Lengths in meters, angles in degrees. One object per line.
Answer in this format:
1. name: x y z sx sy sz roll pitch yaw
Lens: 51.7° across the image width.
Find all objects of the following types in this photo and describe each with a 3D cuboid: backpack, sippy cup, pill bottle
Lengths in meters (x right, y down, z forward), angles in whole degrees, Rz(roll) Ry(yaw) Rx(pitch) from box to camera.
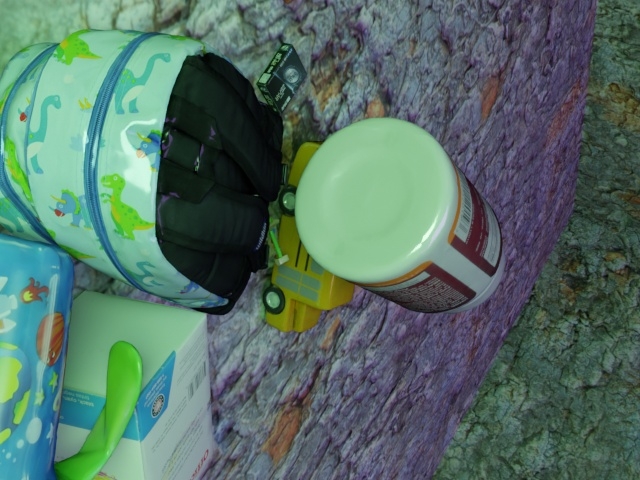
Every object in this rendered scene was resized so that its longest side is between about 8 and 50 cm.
1. backpack: -0.166 -0.070 0.687 0.355 0.273 0.290 169 -64 -84
2. sippy cup: -0.299 0.096 0.509 0.305 0.239 0.224 39 63 -77
3. pill bottle: 0.146 -0.011 1.003 0.392 0.224 0.224 29 82 -59

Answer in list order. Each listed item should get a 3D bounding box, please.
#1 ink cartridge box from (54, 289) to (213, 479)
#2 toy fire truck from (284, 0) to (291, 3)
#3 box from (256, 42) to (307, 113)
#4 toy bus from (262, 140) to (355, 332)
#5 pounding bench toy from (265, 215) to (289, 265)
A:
1. ink cartridge box: -0.238 0.210 0.778 0.171 0.168 0.233 -59 155 -60
2. toy fire truck: -0.067 -0.402 0.810 0.192 0.135 0.047 45 62 -15
3. box: -0.058 -0.244 0.998 0.083 0.018 0.067 -60 148 -18
4. toy bus: 0.000 0.000 1.125 0.108 0.130 0.333 -14 119 -55
5. pounding bench toy: -0.086 -0.003 1.028 0.052 0.083 0.065 -37 137 -44
